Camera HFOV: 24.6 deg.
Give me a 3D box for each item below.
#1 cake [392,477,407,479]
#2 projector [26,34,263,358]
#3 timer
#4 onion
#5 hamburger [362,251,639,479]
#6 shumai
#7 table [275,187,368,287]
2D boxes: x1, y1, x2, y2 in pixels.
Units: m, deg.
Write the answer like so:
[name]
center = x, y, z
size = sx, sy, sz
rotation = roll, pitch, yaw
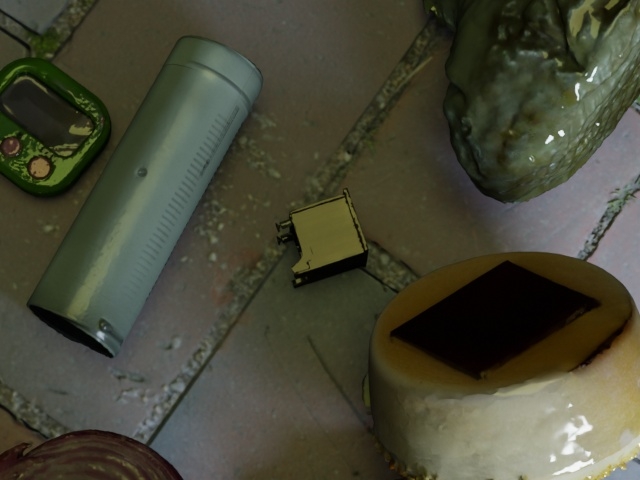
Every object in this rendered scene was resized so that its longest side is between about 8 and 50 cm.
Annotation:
[cake]
center = 0.133, 0.280, 1.456
size = 0.287, 0.098, 0.135
rotation = -19, 77, -4
[projector]
center = -0.177, -0.049, 1.523
size = 0.108, 0.108, 0.338
rotation = 26, 73, 4
[timer]
center = -0.300, -0.120, 1.566
size = 0.140, 0.047, 0.128
rotation = 36, 76, 7
[onion]
center = -0.231, 0.304, 1.350
size = 0.230, 0.256, 0.272
rotation = -38, 105, -55
[hamburger]
center = 0.185, 0.137, 1.406
size = 0.302, 0.302, 0.170
rotation = -18, 118, -9
[shumai]
center = 0.202, -0.232, 1.543
size = 0.288, 0.292, 0.330
rotation = 38, 96, 15
[table]
center = 0.000, 0.000, 1.535
size = 0.082, 0.083, 0.070
rotation = -19, 78, -5
